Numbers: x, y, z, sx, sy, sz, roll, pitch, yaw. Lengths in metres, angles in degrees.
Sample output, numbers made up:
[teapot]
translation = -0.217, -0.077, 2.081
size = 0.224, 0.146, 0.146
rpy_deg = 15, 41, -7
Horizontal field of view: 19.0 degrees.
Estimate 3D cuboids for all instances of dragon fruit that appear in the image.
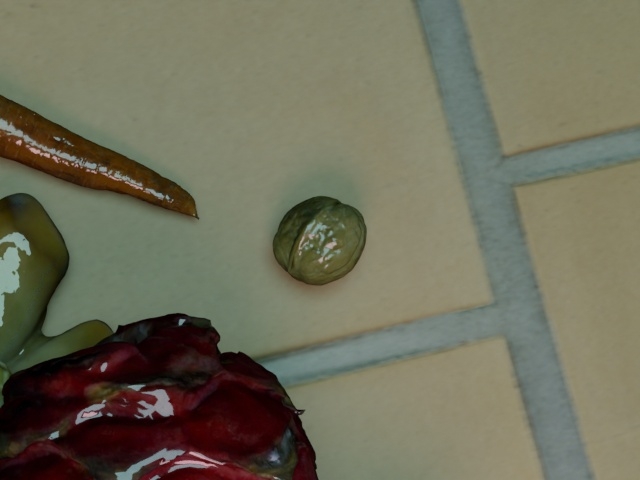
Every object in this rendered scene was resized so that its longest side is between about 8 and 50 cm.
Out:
[dragon fruit]
translation = -0.147, 0.225, 1.610
size = 0.329, 0.329, 0.329
rpy_deg = 2, 77, -8

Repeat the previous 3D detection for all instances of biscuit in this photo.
[biscuit]
translation = -0.336, 0.112, 1.742
size = 0.290, 0.062, 0.237
rpy_deg = -27, 83, -12

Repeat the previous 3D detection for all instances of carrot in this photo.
[carrot]
translation = -0.215, -0.073, 1.809
size = 0.224, 0.057, 0.057
rpy_deg = 21, 75, -6

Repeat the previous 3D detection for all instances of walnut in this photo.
[walnut]
translation = 0.000, 0.000, 1.807
size = 0.092, 0.092, 0.092
rpy_deg = 2, 77, -8

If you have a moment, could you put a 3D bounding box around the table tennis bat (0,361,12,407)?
[table tennis bat]
translation = -0.445, 0.115, 1.628
size = 0.368, 0.054, 0.224
rpy_deg = 6, 55, -20
